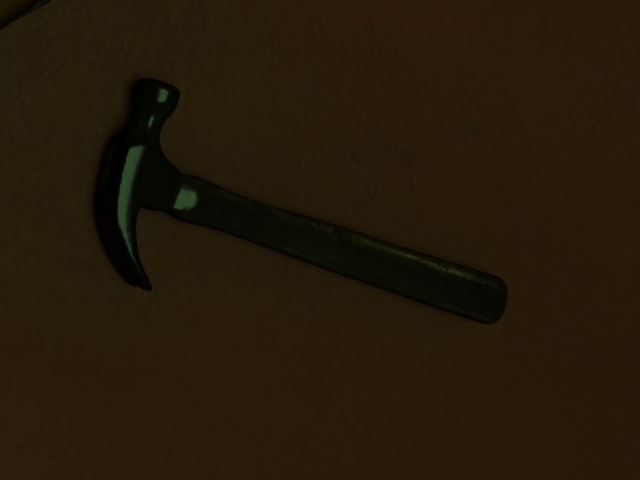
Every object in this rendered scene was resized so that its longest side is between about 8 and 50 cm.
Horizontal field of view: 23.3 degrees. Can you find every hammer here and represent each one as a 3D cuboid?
[{"bbox_3d":[0.000,0.000,1.373,0.439,0.044,0.168,18,91,-34],"label":"hammer"}]

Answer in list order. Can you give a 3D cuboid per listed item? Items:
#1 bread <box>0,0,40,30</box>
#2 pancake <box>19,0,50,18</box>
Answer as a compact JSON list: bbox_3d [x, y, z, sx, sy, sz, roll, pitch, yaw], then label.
[{"bbox_3d":[-0.254,-0.198,1.030,0.344,0.195,0.149,-35,115,-4],"label":"bread"},{"bbox_3d":[-0.273,-0.259,1.135,0.241,0.050,0.242,-7,110,-20],"label":"pancake"}]
